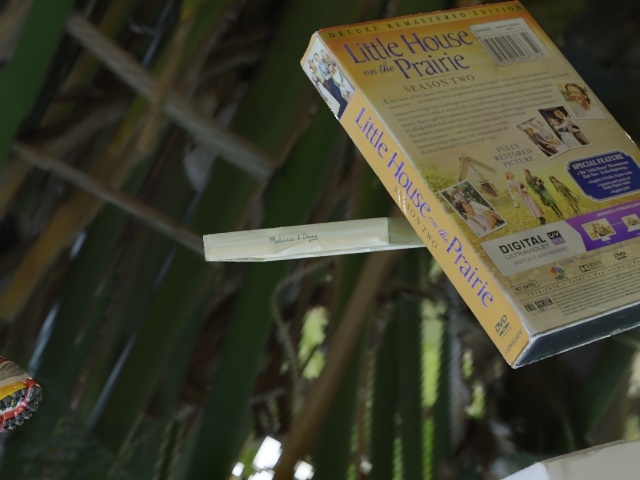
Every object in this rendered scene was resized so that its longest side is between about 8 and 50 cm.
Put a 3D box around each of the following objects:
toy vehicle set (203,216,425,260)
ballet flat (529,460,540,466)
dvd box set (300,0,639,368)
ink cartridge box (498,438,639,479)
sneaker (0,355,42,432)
[{"bbox_3d":[0.000,0.000,1.959,0.267,0.035,0.166,-5,177,24],"label":"toy vehicle set"},{"bbox_3d":[0.265,0.332,1.829,0.041,0.114,0.041,21,162,7],"label":"ballet flat"},{"bbox_3d":[0.207,-0.079,1.560,0.308,0.062,0.420,-15,-121,-36],"label":"dvd box set"},{"bbox_3d":[0.271,0.342,1.504,0.168,0.171,0.232,-6,-109,-36],"label":"ink cartridge box"},{"bbox_3d":[-0.466,0.218,1.827,0.225,0.088,0.093,-24,-127,-33],"label":"sneaker"}]
